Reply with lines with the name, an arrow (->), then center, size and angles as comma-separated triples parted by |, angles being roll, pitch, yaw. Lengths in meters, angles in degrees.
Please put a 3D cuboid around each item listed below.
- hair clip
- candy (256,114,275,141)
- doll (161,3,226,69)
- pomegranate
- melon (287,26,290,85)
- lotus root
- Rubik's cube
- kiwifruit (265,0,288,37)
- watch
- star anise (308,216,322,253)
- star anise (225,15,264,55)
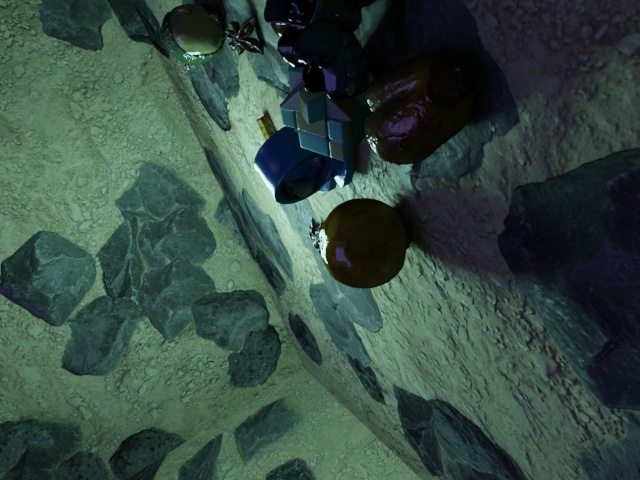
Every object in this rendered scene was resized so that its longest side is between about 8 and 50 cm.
hair clip -> 0.019, -0.441, 0.974 | 0.194, 0.207, 0.309 | 34, 114, 48
candy -> -0.208, -0.432, 1.991 | 0.121, 0.038, 0.062 | 66, 161, -14
doll -> -0.492, -0.798, 1.952 | 0.247, 0.248, 0.349 | 65, 167, -12
pomegranate -> 0.129, 0.008, 1.415 | 0.264, 0.264, 0.264 | 51, 159, 29
melon -> -0.038, -0.480, 1.364 | 0.064, 0.118, 0.209 | -117, 25, -43
lotus root -> 0.188, -0.258, 0.950 | 0.188, 0.199, 0.180 | 55, 167, -3
Rubik's cube -> 0.034, -0.346, 1.205 | 0.225, 0.265, 0.212 | 21, 146, 22
kiwifruit -> -0.111, -0.628, 1.408 | 0.075, 0.075, 0.124 | 25, 144, 60
watch -> -0.061, -0.226, 1.532 | 0.241, 0.275, 0.305 | 54, 155, 20
star anise -> 0.000, 0.000, 2.026 | 0.195, 0.065, 0.182 | 58, 163, -1
star anise -> -0.254, -0.705, 1.759 | 0.148, 0.218, 0.227 | 37, -147, -18
